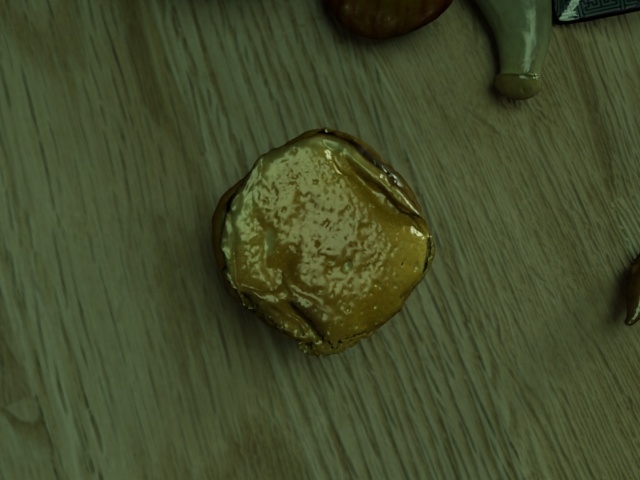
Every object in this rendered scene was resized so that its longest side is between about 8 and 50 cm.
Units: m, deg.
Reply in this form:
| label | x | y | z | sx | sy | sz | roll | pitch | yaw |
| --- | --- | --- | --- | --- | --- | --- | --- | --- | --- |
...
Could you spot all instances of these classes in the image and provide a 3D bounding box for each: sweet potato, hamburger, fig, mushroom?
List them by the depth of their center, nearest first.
| label | x | y | z | sx | sy | sz | roll | pitch | yaw |
| --- | --- | --- | --- | --- | --- | --- | --- | --- | --- |
| hamburger | 0.000 | 0.000 | 0.922 | 0.245 | 0.163 | 0.244 | 1 | 87 | -15 |
| fig | 0.092 | -0.341 | 0.985 | 0.175 | 0.207 | 0.175 | 2 | 70 | -7 |
| mushroom | 0.241 | -0.316 | 1.074 | 0.118 | 0.103 | 0.270 | -22 | 91 | -17 |
| sweet potato | 0.475 | 0.015 | 1.088 | 0.281 | 0.059 | 0.067 | -28 | 99 | -17 |

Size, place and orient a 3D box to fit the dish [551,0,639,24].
| label | x | y | z | sx | sy | sz | roll | pitch | yaw |
| --- | --- | --- | --- | --- | --- | --- | --- | --- | --- |
| dish | 0.371 | -0.413 | 1.069 | 0.182 | 0.243 | 0.080 | -8 | 39 | 15 |
